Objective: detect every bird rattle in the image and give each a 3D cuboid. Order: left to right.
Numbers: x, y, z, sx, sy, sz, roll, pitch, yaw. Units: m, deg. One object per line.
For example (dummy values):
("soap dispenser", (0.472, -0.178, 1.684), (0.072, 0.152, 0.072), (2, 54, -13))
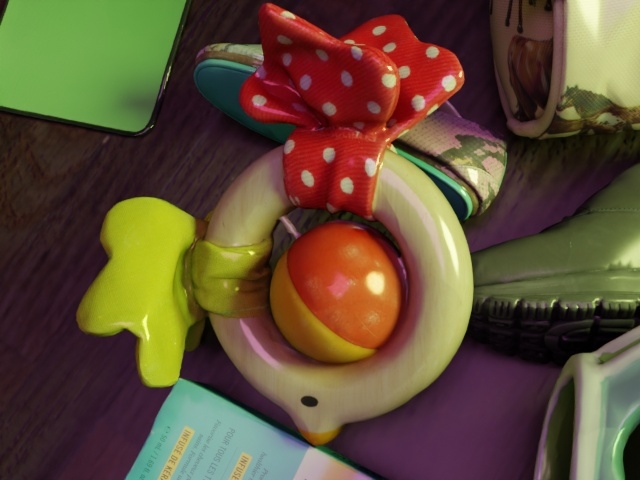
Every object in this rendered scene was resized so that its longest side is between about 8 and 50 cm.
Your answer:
("bird rattle", (0.000, 0.000, 0.484), (0.253, 0.143, 0.207), (-42, 82, 13))

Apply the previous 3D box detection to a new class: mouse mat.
("mouse mat", (-0.176, -0.179, 0.641), (0.152, 0.007, 0.190), (13, 79, 11))

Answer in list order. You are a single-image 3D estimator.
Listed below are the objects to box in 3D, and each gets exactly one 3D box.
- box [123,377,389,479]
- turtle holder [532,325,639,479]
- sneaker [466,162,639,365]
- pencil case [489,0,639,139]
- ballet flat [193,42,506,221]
("box", (0.002, 0.182, 0.498), (0.244, 0.060, 0.101), (24, 81, 13))
("turtle holder", (0.211, 0.175, 0.376), (0.227, 0.243, 0.321), (12, 83, 8))
("sneaker", (0.208, -0.001, 0.504), (0.286, 0.109, 0.130), (-7, 65, 0))
("pencil case", (0.306, -0.174, 0.482), (0.410, 0.184, 0.160), (-8, 33, 7))
("ballet flat", (0.024, -0.089, 0.563), (0.221, 0.077, 0.079), (26, 63, 8))
